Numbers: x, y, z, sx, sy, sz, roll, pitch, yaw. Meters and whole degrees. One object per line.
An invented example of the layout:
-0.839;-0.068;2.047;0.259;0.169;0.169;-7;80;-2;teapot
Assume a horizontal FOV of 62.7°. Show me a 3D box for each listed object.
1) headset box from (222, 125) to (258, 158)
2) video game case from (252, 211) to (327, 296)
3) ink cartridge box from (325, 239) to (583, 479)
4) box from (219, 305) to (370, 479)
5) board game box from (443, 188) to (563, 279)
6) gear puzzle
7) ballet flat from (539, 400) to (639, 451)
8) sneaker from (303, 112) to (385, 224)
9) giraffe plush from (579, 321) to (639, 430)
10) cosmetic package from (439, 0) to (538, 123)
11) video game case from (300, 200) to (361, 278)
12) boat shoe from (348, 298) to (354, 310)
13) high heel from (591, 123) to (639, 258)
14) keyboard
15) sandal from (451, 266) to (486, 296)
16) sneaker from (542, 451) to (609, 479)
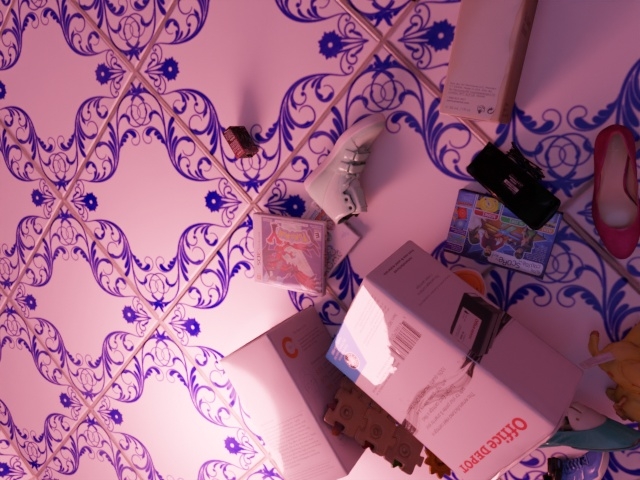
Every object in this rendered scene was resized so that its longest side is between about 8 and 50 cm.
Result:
-0.192;-0.235;1.276;0.032;0.062;0.083;-34;83;29;headset box
-0.077;0.032;1.276;0.201;0.023;0.183;9;107;27;video game case
0.236;0.239;1.017;0.395;0.166;0.285;39;137;18;ink cartridge box
-0.040;0.362;1.237;0.168;0.215;0.345;-33;85;29;box
0.363;-0.015;1.057;0.201;0.035;0.136;18;108;23;board game box
0.171;0.412;1.180;0.339;0.175;0.044;35;153;-8;gear puzzle
0.479;0.360;1.024;0.247;0.083;0.087;-24;86;47;ballet flat
0.085;-0.145;1.136;0.151;0.094;0.256;54;128;14;sneaker
0.588;0.259;0.943;0.210;0.181;0.170;-15;115;18;giraffe plush
0.311;-0.372;0.941;0.113;0.160;0.309;16;108;22;cosmetic package
0.000;0.000;1.252;0.143;0.019;0.157;44;117;13;video game case
0.090;0.202;1.238;0.043;0.049;0.137;0;101;-16;boat shoe
0.520;-0.079;0.917;0.082;0.117;0.244;1;101;26;high heel
0.384;-0.114;1.022;0.100;0.038;0.192;-50;64;21;keyboard
0.230;0.146;1.134;0.265;0.076;0.102;-27;88;28;sandal
0.511;0.463;1.068;0.085;0.058;0.152;27;118;11;sneaker
